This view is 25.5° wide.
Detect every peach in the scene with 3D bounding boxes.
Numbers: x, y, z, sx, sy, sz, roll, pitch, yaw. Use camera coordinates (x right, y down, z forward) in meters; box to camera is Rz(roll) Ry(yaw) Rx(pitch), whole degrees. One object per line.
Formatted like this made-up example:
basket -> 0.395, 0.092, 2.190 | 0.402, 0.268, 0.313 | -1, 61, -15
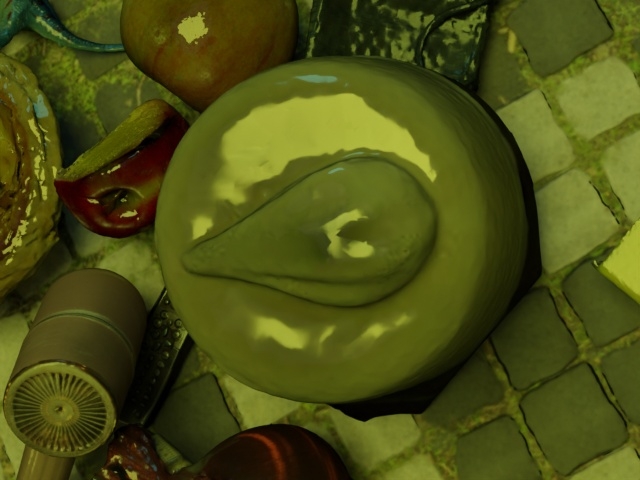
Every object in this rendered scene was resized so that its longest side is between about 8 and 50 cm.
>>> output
peach -> -0.178, -0.067, 1.393 | 0.127, 0.172, 0.092 | -20, 112, 26

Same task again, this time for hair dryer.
hair dryer -> -0.265, 0.205, 1.370 | 0.107, 0.189, 0.344 | 19, 117, -8

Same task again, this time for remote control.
remote control -> -0.148, 0.088, 1.414 | 0.059, 0.028, 0.212 | 29, 92, 17

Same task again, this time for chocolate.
chocolate -> 0.000, 0.000, 1.198 | 0.314, 0.297, 0.326 | 44, 112, 10

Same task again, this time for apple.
apple -> -0.105, -0.209, 1.369 | 0.182, 0.182, 0.155 | 37, 90, 20

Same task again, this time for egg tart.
egg tart -> -0.370, -0.055, 1.468 | 0.290, 0.115, 0.290 | -4, 79, 20

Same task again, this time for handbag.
handbag -> 0.078, -0.202, 1.360 | 0.175, 0.089, 0.270 | 9, 84, 13

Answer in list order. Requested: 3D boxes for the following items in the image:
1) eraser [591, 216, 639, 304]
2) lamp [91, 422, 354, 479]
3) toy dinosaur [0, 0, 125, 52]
eraser -> 0.373, 0.036, 1.220 | 0.226, 0.069, 0.158 | 42, 94, 20
lamp -> -0.066, 0.229, 1.287 | 0.215, 0.223, 0.151 | 21, 81, 54
toy dinosaur -> -0.360, -0.249, 1.514 | 0.329, 0.076, 0.144 | 35, 61, 21
